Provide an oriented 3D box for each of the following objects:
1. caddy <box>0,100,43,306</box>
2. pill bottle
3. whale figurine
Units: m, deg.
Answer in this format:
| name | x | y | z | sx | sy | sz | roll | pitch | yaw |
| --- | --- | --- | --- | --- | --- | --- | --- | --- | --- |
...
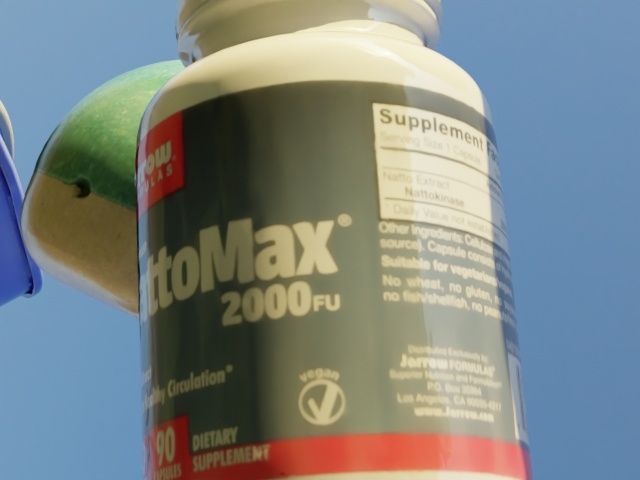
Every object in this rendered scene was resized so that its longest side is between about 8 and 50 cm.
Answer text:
| name | x | y | z | sx | sy | sz | roll | pitch | yaw |
| --- | --- | --- | --- | --- | --- | --- | --- | --- | --- |
| caddy | -0.357 | -0.064 | 1.281 | 0.179 | 0.341 | 0.241 | -32 | -118 | -22 |
| pill bottle | 0.000 | 0.000 | 0.414 | 0.108 | 0.108 | 0.180 | -18 | -113 | 36 |
| whale figurine | -0.030 | -0.007 | 0.776 | 0.216 | 0.272 | 0.141 | 20 | -92 | 39 |
